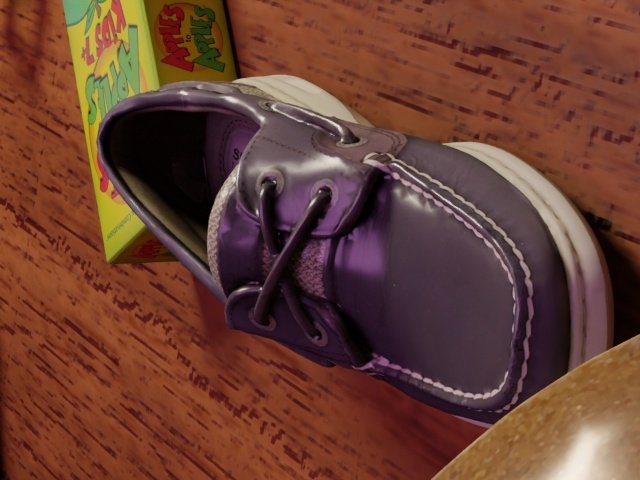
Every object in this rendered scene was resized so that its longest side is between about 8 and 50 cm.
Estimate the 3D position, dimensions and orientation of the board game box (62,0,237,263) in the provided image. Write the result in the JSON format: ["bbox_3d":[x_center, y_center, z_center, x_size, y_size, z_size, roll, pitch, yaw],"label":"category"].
[{"bbox_3d":[-0.081,-0.089,0.913,0.092,0.043,0.181,-37,60,57],"label":"board game box"}]

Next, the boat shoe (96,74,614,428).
[{"bbox_3d":[0.000,0.000,0.716,0.285,0.092,0.103,36,123,56],"label":"boat shoe"}]

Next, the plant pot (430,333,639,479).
[{"bbox_3d":[0.119,0.166,0.276,0.254,0.237,0.237,-99,20,-59],"label":"plant pot"}]
